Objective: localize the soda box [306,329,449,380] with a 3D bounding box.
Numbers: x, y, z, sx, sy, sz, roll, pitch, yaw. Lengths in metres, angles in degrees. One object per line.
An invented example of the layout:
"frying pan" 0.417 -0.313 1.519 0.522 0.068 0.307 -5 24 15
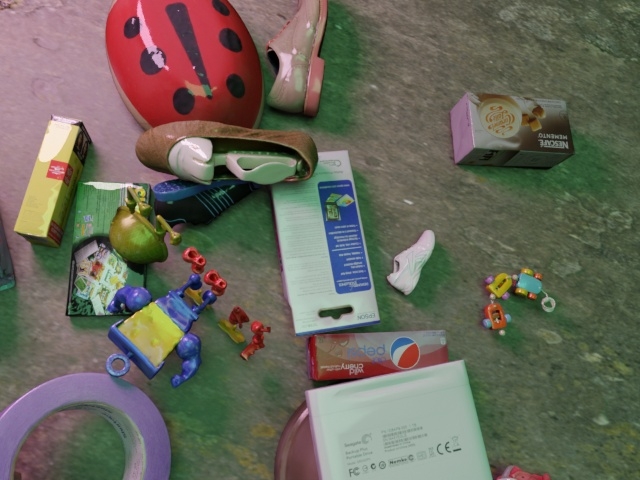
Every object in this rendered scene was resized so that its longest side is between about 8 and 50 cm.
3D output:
"soda box" 0.108 0.220 0.982 0.263 0.092 0.084 0 76 -12

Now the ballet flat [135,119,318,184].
"ballet flat" -0.165 -0.148 0.943 0.342 0.116 0.124 2 35 -15

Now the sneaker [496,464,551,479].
"sneaker" 0.334 0.483 0.927 0.313 0.116 0.136 18 55 -34

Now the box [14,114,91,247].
"box" -0.495 -0.110 0.954 0.058 0.087 0.233 11 72 -8

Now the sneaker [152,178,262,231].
"sneaker" -0.216 -0.083 1.014 0.232 0.081 0.091 -16 123 -31

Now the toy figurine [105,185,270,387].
"toy figurine" -0.285 0.120 0.852 0.362 0.191 0.217 46 63 -3

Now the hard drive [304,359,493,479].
"hard drive" 0.123 0.358 0.678 0.232 0.047 0.354 -7 76 -14

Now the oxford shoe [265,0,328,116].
"oxford shoe" -0.054 -0.445 1.120 0.130 0.123 0.349 4 73 -5

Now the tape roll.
"tape roll" -0.377 0.350 0.787 0.274 0.090 0.275 18 59 -33

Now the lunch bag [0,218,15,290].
"lunch bag" -0.683 0.002 0.848 0.262 0.160 0.224 -18 80 -21

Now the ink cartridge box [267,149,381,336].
"ink cartridge box" 0.000 0.000 1.036 0.175 0.069 0.371 -6 74 -14

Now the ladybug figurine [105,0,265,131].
"ladybug figurine" -0.269 -0.375 1.033 0.304 0.162 0.450 -24 81 -17

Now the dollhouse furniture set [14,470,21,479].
"dollhouse furniture set" -0.622 0.502 0.772 0.303 0.198 0.287 -14 52 16

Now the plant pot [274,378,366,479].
"plant pot" 0.100 0.391 0.837 0.322 0.280 0.324 3 74 -12

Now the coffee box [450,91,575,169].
"coffee box" 0.436 -0.248 1.175 0.246 0.098 0.141 2 75 -11

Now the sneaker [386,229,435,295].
"sneaker" 0.192 0.036 1.071 0.061 0.054 0.152 30 72 1

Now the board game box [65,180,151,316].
"board game box" -0.398 0.014 0.970 0.136 0.030 0.260 1 75 -9

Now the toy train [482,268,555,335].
"toy train" 0.409 0.129 1.096 0.166 0.046 0.125 -15 79 -12
